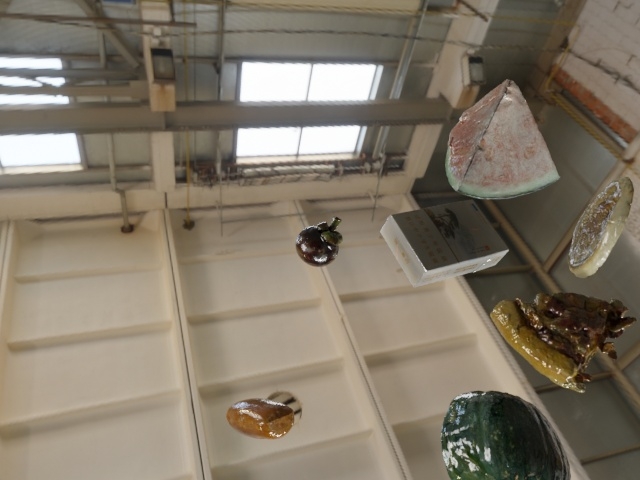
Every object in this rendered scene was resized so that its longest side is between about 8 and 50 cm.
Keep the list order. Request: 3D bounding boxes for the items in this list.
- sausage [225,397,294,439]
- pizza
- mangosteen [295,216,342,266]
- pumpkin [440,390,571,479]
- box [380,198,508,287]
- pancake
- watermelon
[{"bbox_3d":[-0.146,0.414,1.189,0.098,0.238,0.098,8,-105,-32],"label":"sausage"},{"bbox_3d":[0.351,0.115,0.700,0.194,0.069,0.154,-17,-143,-18],"label":"pizza"},{"bbox_3d":[-0.003,0.011,1.864,0.173,0.184,0.172,17,-128,-23],"label":"mangosteen"},{"bbox_3d":[0.438,0.472,1.148,0.293,0.197,0.263,38,-136,-22],"label":"pumpkin"},{"bbox_3d":[0.263,0.000,1.078,0.233,0.067,0.149,-11,-119,-28],"label":"box"},{"bbox_3d":[0.390,-0.019,0.715,0.025,0.151,0.151,22,-135,11],"label":"pancake"},{"bbox_3d":[0.510,-0.270,1.406,0.251,0.292,0.283,16,-137,-25],"label":"watermelon"}]
